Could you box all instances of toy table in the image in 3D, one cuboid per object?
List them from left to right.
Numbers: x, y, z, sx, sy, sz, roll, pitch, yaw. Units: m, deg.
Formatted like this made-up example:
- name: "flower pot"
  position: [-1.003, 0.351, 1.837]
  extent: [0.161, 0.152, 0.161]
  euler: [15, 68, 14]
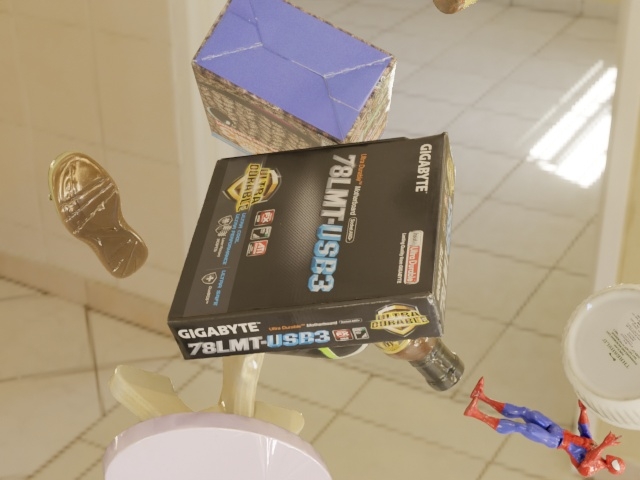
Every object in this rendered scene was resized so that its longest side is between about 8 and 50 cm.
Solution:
- name: "toy table"
  position: [-0.123, 0.231, 1.321]
  extent: [0.274, 0.252, 0.161]
  euler: [31, 21, -31]

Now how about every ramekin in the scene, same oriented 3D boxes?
- name: "ramekin"
  position: [0.439, 0.158, 1.606]
  extent: [0.207, 0.207, 0.109]
  euler: [21, -7, 34]

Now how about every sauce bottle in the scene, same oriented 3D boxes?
- name: "sauce bottle"
  position: [0.113, 0.119, 1.873]
  extent: [0.111, 0.344, 0.111]
  euler: [-37, 24, 19]
- name: "sauce bottle"
  position: [0.175, -0.289, 1.253]
  extent: [0.042, 0.042, 0.128]
  euler: [22, 42, 35]

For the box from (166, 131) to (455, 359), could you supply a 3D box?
- name: "box"
  position: [0.000, 0.000, 1.292]
  extent: [0.293, 0.073, 0.295]
  euler: [-7, 39, 16]

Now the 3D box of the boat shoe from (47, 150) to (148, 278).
- name: "boat shoe"
  position: [-0.372, -0.047, 1.831]
  extent: [0.104, 0.285, 0.089]
  euler: [-37, 51, -15]

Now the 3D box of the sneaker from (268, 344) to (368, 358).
- name: "sneaker"
  position: [-0.050, 0.119, 1.443]
  extent: [0.235, 0.084, 0.097]
  euler: [1, 13, 12]

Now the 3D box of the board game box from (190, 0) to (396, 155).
- name: "board game box"
  position: [-0.034, -0.197, 1.582]
  extent: [0.232, 0.291, 0.141]
  euler: [29, 78, 7]

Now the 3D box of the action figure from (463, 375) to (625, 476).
- name: "action figure"
  position: [0.397, 0.299, 1.899]
  extent: [0.280, 0.139, 0.091]
  euler: [28, 36, 3]
